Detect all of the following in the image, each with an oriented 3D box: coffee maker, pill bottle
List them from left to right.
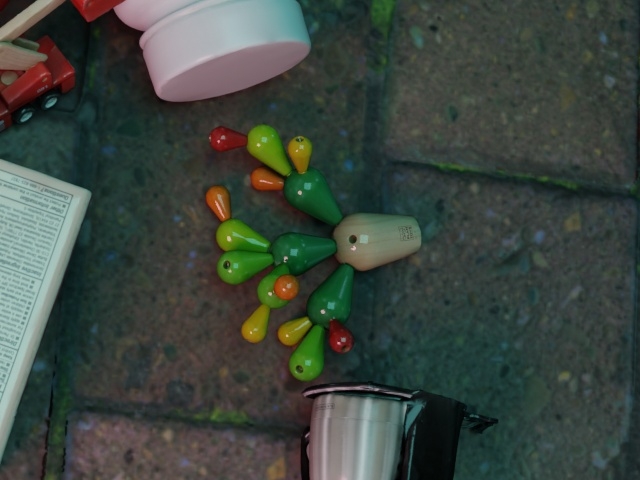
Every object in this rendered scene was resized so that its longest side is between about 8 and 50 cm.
[{"bbox_3d":[-0.113,-0.269,1.506,0.160,0.160,0.283,-15,82,-16],"label":"pill bottle"},{"bbox_3d":[0.062,0.213,1.459,0.171,0.120,0.178,9,76,-12],"label":"coffee maker"}]

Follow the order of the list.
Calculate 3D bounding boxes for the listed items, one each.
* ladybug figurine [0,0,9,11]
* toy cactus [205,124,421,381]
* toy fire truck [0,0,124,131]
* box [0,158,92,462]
[{"bbox_3d":[-0.345,-0.242,1.412,0.305,0.162,0.449,36,77,32],"label":"ladybug figurine"},{"bbox_3d":[0.000,0.000,1.513,0.180,0.112,0.219,-9,71,-25],"label":"toy cactus"},{"bbox_3d":[-0.245,-0.145,1.456,0.192,0.135,0.047,-34,74,-18],"label":"toy fire truck"},{"bbox_3d":[-0.286,0.055,1.409,0.149,0.127,0.232,20,74,-9],"label":"box"}]
